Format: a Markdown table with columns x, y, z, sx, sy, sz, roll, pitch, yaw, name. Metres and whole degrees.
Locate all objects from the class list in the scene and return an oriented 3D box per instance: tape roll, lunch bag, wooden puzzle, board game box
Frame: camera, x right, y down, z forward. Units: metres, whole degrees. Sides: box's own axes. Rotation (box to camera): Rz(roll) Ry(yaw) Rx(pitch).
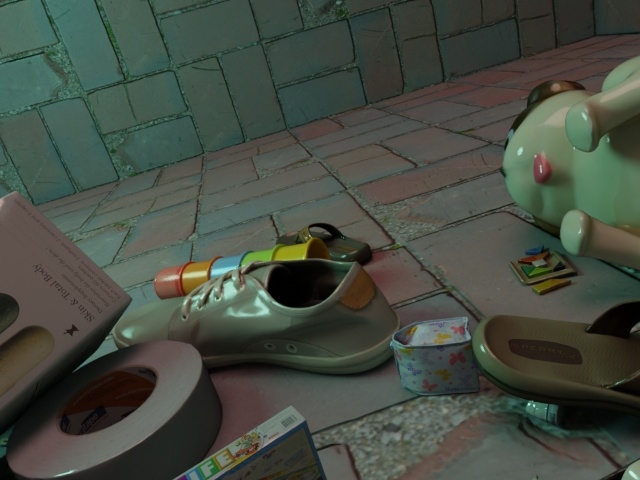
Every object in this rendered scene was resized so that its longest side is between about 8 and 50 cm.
| x | y | z | sx | sy | sz | roll | pitch | yaw | name |
| --- | --- | --- | --- | --- | --- | --- | --- | --- | --- |
| -0.228 | 0.206 | 0.582 | 0.220 | 0.072 | 0.219 | -13 | 22 | 5 | tape roll |
| 0.121 | 0.123 | 0.541 | 0.084 | 0.071 | 0.053 | -11 | 24 | 14 | lunch bag |
| 0.305 | 0.035 | 0.702 | 0.079 | 0.014 | 0.116 | -15 | 21 | 1 | wooden puzzle |
| -0.068 | 0.216 | 0.403 | 0.154 | 0.103 | 0.026 | -26 | 23 | -24 | board game box |

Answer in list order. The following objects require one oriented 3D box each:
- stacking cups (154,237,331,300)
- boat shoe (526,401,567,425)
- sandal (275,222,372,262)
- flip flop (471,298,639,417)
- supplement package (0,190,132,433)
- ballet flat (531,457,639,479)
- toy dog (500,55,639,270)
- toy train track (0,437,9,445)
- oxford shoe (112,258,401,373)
| x | y | z | sx | sy | sz | roll | pitch | yaw | name |
| --- | --- | --- | --- | --- | --- | --- | --- | --- | --- |
| -0.141 | 0.067 | 0.851 | 0.317 | 0.095 | 0.096 | -11 | 22 | 24 | stacking cups |
| 0.226 | 0.135 | 0.492 | 0.035 | 0.035 | 0.100 | 7 | 38 | 40 | boat shoe |
| 0.000 | 0.000 | 0.937 | 0.090 | 0.060 | 0.219 | -30 | 26 | -32 | sandal |
| 0.276 | 0.091 | 0.442 | 0.278 | 0.080 | 0.112 | 5 | 31 | 6 | flip flop |
| -0.411 | 0.120 | 0.600 | 0.198 | 0.199 | 0.262 | -42 | 6 | 44 | supplement package |
| 0.176 | 0.184 | 0.319 | 0.281 | 0.096 | 0.095 | -22 | 23 | -14 | ballet flat |
| 0.428 | -0.117 | 0.639 | 0.396 | 0.284 | 0.408 | -32 | 25 | -36 | toy dog |
| -0.394 | 0.256 | 0.654 | 0.084 | 0.014 | 0.048 | -8 | 23 | 20 | toy train track |
| -0.112 | 0.093 | 0.704 | 0.450 | 0.129 | 0.169 | -5 | 26 | 28 | oxford shoe |
